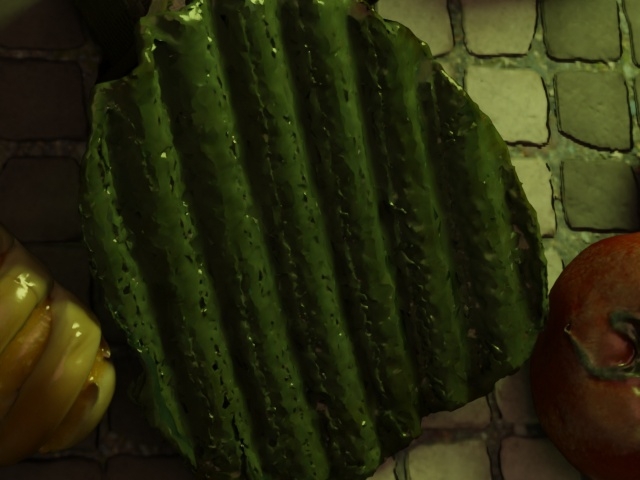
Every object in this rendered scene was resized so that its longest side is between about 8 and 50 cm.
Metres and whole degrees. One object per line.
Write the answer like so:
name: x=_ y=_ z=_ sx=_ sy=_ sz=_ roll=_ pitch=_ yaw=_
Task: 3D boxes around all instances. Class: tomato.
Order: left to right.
tomato: x=0.278 y=0.093 z=1.148 sx=0.237 sy=0.095 sz=0.236 roll=-5 pitch=76 yaw=21

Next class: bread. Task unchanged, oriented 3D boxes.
bread: x=-0.287 y=0.041 z=1.020 sx=0.311 sy=0.173 sz=0.121 roll=42 pitch=41 yaw=-2

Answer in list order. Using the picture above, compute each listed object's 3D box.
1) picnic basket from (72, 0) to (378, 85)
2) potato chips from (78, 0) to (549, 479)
picnic basket: x=-0.067 y=-0.216 z=1.142 sx=0.267 sy=0.165 sz=0.139 roll=-30 pitch=94 yaw=-18
potato chips: x=0.000 y=0.000 z=1.079 sx=0.359 sy=0.070 sz=0.429 roll=-24 pitch=113 yaw=-21
